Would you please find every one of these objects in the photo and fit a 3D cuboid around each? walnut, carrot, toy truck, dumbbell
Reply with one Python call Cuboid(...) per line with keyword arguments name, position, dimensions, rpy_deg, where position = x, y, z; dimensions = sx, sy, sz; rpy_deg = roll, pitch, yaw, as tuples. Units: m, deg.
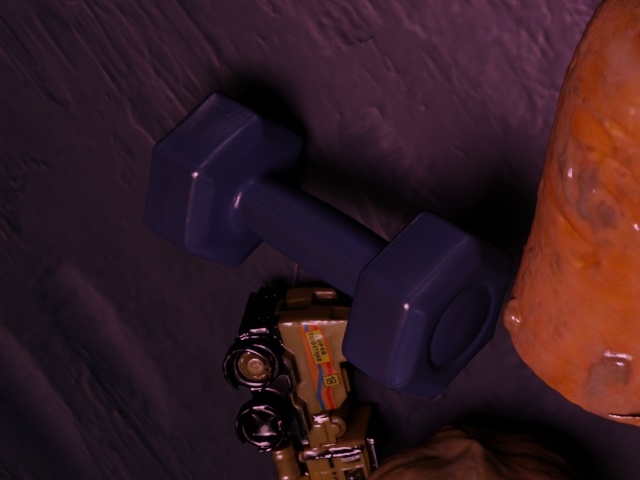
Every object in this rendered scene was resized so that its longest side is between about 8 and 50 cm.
Cuboid(name="walnut", position=(0.135, 0.301, 1.449), dimensions=(0.227, 0.283, 0.283), rpy_deg=(-2, 116, -7))
Cuboid(name="carrot", position=(0.275, -0.045, 1.236), dimensions=(0.224, 0.224, 0.341), rpy_deg=(25, 127, 10))
Cuboid(name="toy truck", position=(-0.004, 0.171, 1.511), dimensions=(0.127, 0.127, 0.257), rpy_deg=(-5, 113, 9))
Cuboid(name="dumbbell", position=(0.000, -0.001, 1.360), dimensions=(0.316, 0.143, 0.156), rpy_deg=(31, 124, 32))
